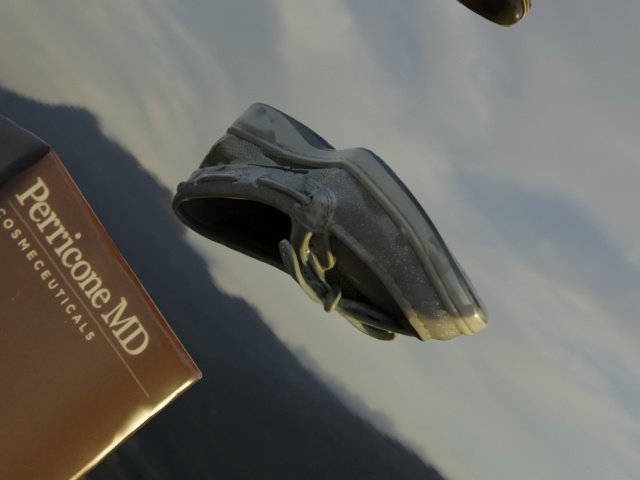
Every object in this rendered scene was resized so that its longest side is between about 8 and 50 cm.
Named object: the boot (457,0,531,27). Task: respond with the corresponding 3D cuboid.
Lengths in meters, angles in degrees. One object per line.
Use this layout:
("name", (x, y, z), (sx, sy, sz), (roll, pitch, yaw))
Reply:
("boot", (0.123, -0.274, 1.378), (0.198, 0.077, 0.137), (41, 37, -7))

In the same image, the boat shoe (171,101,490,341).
("boat shoe", (-0.002, -0.002, 0.883), (0.118, 0.103, 0.320), (54, -10, -34))

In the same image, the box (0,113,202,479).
("box", (-0.277, 0.113, 0.758), (0.143, 0.381, 0.191), (26, -28, 51))
